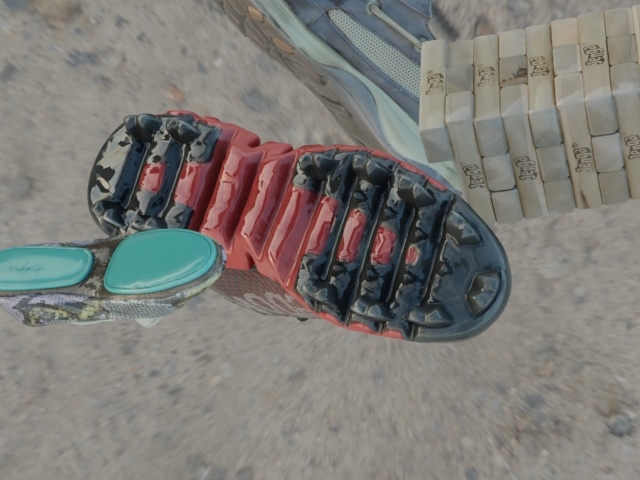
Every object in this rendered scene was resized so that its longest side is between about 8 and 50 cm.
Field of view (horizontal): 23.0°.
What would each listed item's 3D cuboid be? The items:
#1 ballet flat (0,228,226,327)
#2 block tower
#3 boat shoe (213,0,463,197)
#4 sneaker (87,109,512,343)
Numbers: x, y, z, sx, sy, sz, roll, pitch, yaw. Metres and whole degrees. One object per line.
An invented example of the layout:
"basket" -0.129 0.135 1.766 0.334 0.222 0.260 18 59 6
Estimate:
"ballet flat" -0.083 0.018 0.645 0.114 0.041 0.041 -3 88 26
"block tower" 0.234 -0.091 0.970 0.335 0.091 0.097 -8 132 12
"boat shoe" 0.023 -0.181 1.260 0.130 0.132 0.355 -49 122 -5
"sneaker" 0.000 -0.001 0.906 0.276 0.135 0.097 16 81 34
